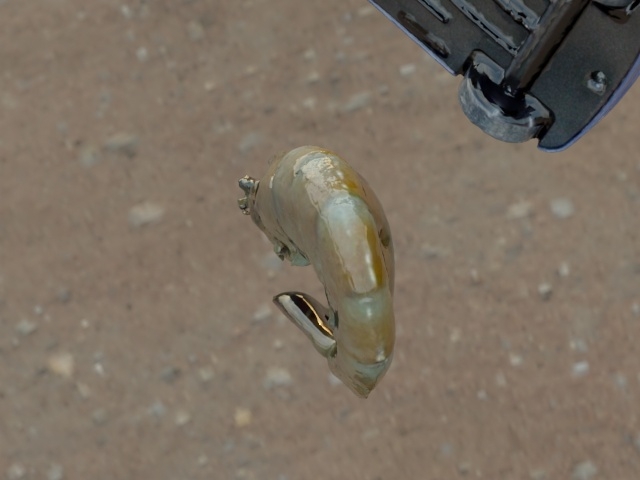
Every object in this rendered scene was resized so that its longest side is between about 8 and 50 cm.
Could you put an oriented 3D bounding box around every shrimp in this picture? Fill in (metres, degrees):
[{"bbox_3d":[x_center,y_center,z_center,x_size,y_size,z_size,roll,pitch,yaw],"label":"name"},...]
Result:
[{"bbox_3d":[0.006,0.016,1.045,0.059,0.145,0.254,-18,4,-12],"label":"shrimp"}]

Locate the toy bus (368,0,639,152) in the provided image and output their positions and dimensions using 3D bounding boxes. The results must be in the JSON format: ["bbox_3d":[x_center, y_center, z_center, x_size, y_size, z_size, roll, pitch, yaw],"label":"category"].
[{"bbox_3d":[0.072,-0.189,1.006,0.292,0.125,0.133,42,43,11],"label":"toy bus"}]
